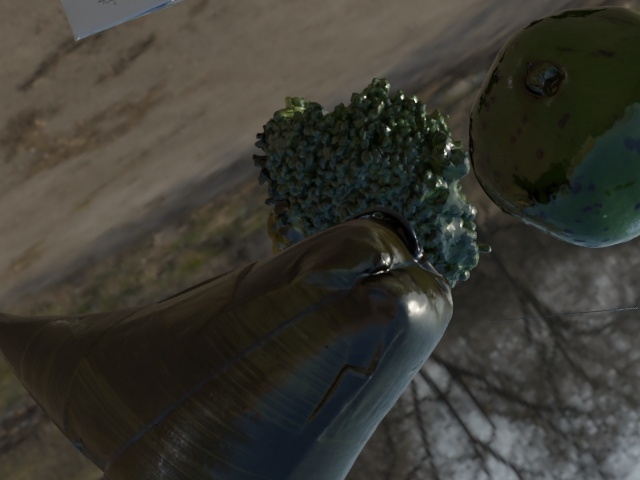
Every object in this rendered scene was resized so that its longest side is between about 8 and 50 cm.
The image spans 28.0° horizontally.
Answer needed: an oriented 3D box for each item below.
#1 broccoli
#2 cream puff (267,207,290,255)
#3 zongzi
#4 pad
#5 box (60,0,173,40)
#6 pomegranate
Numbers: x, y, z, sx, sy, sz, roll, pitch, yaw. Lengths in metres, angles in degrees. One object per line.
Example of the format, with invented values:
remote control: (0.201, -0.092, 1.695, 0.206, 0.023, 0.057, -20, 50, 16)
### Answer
broccoli: (0.075, -0.067, 1.807, 0.334, 0.323, 0.272, 4, -171, 30)
cream puff: (-0.004, 0.004, 2.152, 0.195, 0.194, 0.221, -35, 156, 1)
zongzi: (-0.123, 0.071, 1.215, 0.208, 0.432, 0.403, -12, 139, -59)
pad: (0.495, 0.143, 2.155, 0.315, 0.063, 0.375, -11, 174, 41)
box: (-0.222, -0.402, 1.867, 0.203, 0.116, 0.274, -11, -164, 37)
pomegranate: (0.288, -0.111, 1.330, 0.254, 0.254, 0.271, -37, 134, 25)
